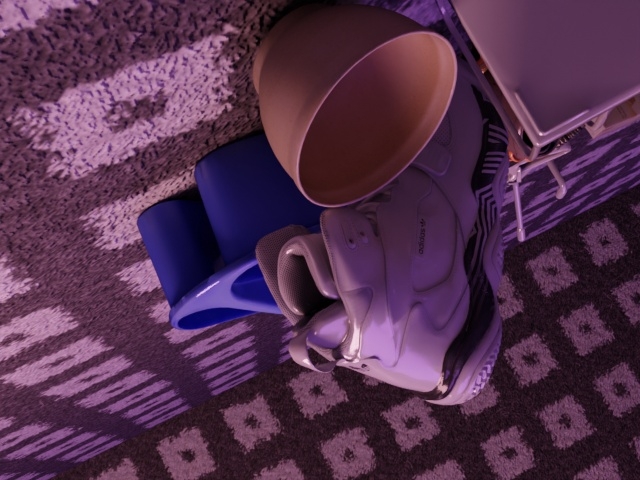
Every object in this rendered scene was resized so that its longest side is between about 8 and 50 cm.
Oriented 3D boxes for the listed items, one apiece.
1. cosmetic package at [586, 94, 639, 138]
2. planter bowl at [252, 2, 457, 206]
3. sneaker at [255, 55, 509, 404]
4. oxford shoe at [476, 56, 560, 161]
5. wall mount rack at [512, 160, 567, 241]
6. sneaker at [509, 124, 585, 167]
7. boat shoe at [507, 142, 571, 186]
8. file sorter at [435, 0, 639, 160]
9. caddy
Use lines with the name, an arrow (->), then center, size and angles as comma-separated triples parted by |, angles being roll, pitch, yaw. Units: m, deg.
cosmetic package -> 0.532, -0.234, 1.505 | 0.115, 0.060, 0.041 | -24, 166, -23
planter bowl -> 0.014, -0.124, 0.667 | 0.162, 0.109, 0.162 | -32, 149, -21
sneaker -> 0.063, -0.035, 0.790 | 0.210, 0.365, 0.137 | 13, 161, -32
oxford shoe -> 0.194, -0.135, 0.981 | 0.130, 0.132, 0.363 | -13, 160, -36
wall mount rack -> 0.340, -0.051, 1.676 | 0.350, 0.130, 0.304 | -24, 168, -11
sneaker -> 0.265, -0.155, 1.136 | 0.286, 0.109, 0.130 | -27, 180, 42
boat shoe -> 0.324, -0.132, 1.435 | 0.226, 0.075, 0.083 | -30, 167, 13
file sorter -> 0.248, -0.212, 0.680 | 0.278, 0.192, 0.173 | -29, 171, 7
caddy -> -0.042, 0.004, 0.968 | 0.241, 0.179, 0.341 | -35, 166, 35
